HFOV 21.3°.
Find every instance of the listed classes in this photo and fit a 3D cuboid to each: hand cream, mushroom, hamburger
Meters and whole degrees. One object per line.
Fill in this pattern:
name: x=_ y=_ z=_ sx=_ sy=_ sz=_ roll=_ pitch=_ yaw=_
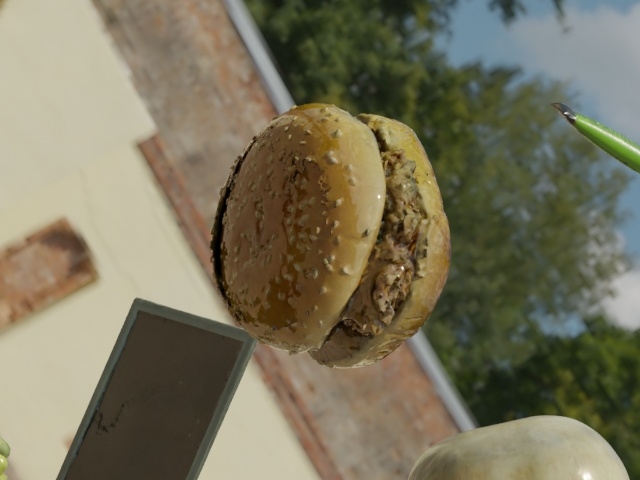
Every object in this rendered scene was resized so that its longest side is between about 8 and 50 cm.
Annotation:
hand cream: x=0.269 y=-0.096 z=1.602 sx=0.122 sy=0.023 sz=0.036 roll=30 pitch=11 yaw=-20
mushroom: x=0.226 y=0.326 z=1.952 sx=0.260 sy=0.254 sz=0.234 roll=-29 pitch=-114 yaw=55
hamburger: x=0.005 y=0.000 z=1.169 sx=0.191 sy=0.118 sz=0.182 roll=53 pitch=-50 yaw=46

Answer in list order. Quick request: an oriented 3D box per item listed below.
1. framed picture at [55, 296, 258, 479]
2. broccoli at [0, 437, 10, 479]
framed picture: x=-0.199 y=0.213 z=2.027 sx=0.216 sy=0.273 sz=0.016 roll=15 pitch=-14 yaw=40
broccoli: x=-0.346 y=0.209 z=1.173 sx=0.324 sy=0.272 sz=0.334 roll=-32 pitch=-120 yaw=57
